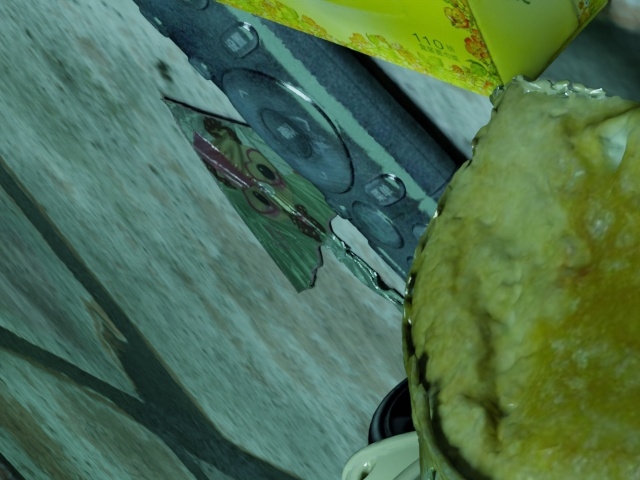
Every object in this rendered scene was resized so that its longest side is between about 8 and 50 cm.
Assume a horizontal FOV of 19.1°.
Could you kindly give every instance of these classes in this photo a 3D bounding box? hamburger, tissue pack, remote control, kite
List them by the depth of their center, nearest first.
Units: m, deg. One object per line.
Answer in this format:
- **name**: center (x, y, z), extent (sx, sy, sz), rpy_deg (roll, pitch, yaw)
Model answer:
- **hamburger**: center (0.143, 0.058, 0.561), extent (0.309, 0.211, 0.132), rpy_deg (5, 156, 45)
- **tissue pack**: center (0.011, -0.122, 0.702), extent (0.176, 0.062, 0.095), rpy_deg (24, 155, 42)
- **remote control**: center (0.054, -0.006, 0.907), extent (0.377, 0.044, 0.107), rpy_deg (45, 157, -10)
- **kite**: center (0.001, -0.001, 1.080), extent (0.250, 0.012, 0.229), rpy_deg (40, 163, 4)

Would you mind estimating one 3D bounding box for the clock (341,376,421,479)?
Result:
- **clock**: center (0.123, 0.149, 0.710), extent (0.379, 0.276, 0.120), rpy_deg (4, 124, 43)
